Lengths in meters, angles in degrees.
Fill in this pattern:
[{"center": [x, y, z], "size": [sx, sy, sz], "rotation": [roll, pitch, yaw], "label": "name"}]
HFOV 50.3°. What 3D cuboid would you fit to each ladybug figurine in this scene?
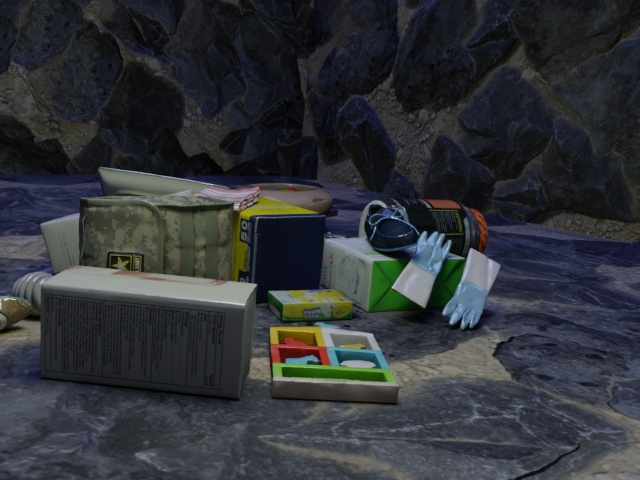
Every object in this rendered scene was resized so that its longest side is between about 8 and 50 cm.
[{"center": [-0.135, -0.100, 2.291], "size": [0.305, 0.161, 0.449], "rotation": [11, 12, 32], "label": "ladybug figurine"}]

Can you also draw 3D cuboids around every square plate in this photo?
[{"center": [-0.445, -0.084, 1.929], "size": [0.344, 0.049, 0.347], "rotation": [9, -24, -10], "label": "square plate"}]

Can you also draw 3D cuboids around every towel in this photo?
[{"center": [-0.227, -0.097, 1.548], "size": [0.144, 0.029, 0.197], "rotation": [3, 14, 10], "label": "towel"}]

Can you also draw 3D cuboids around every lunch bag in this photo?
[{"center": [-0.318, 0.032, 1.296], "size": [0.287, 0.235, 0.169], "rotation": [-5, 11, -41], "label": "lunch bag"}]

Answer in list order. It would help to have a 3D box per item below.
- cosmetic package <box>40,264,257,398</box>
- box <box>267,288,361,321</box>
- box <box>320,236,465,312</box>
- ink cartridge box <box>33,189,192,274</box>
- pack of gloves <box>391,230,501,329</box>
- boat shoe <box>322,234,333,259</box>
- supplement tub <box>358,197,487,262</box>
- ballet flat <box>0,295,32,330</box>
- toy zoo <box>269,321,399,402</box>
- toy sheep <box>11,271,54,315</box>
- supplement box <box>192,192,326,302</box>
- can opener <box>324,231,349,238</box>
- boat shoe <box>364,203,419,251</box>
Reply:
[{"center": [-0.253, 0.133, 1.031], "size": [0.296, 0.153, 0.129], "rotation": [7, 12, 2], "label": "cosmetic package"}, {"center": [-0.012, 0.135, 1.437], "size": [0.179, 0.043, 0.105], "rotation": [-1, 12, -22], "label": "box"}, {"center": [0.168, 0.072, 1.630], "size": [0.262, 0.126, 0.231], "rotation": [-1, 12, -29], "label": "box"}, {"center": [-0.475, -0.017, 1.538], "size": [0.354, 0.119, 0.207], "rotation": [-11, 8, 11], "label": "ink cartridge box"}, {"center": [0.276, 0.091, 1.507], "size": [0.195, 0.046, 0.232], "rotation": [30, 49, 5], "label": "pack of gloves"}, {"center": [-0.037, 0.008, 2.019], "size": [0.224, 0.080, 0.073], "rotation": [16, 8, 22], "label": "boat shoe"}, {"center": [0.296, -0.016, 1.951], "size": [0.338, 0.207, 0.207], "rotation": [0, 12, -27], "label": "supplement tub"}, {"center": [-0.589, 0.134, 1.127], "size": [0.206, 0.073, 0.067], "rotation": [-2, 40, -21], "label": "ballet flat"}, {"center": [0.010, 0.196, 1.151], "size": [0.193, 0.030, 0.293], "rotation": [4, 10, -7], "label": "toy zoo"}, {"center": [-0.522, 0.099, 1.260], "size": [0.132, 0.091, 0.091], "rotation": [-5, 5, 27], "label": "toy sheep"}, {"center": [-0.176, 0.004, 1.633], "size": [0.195, 0.194, 0.357], "rotation": [-3, 13, -38], "label": "supplement box"}, {"center": [0.000, 0.000, 2.108], "size": [0.186, 0.059, 0.073], "rotation": [8, 11, 9], "label": "can opener"}, {"center": [0.146, -0.034, 1.580], "size": [0.109, 0.088, 0.258], "rotation": [-12, 12, -16], "label": "boat shoe"}]
